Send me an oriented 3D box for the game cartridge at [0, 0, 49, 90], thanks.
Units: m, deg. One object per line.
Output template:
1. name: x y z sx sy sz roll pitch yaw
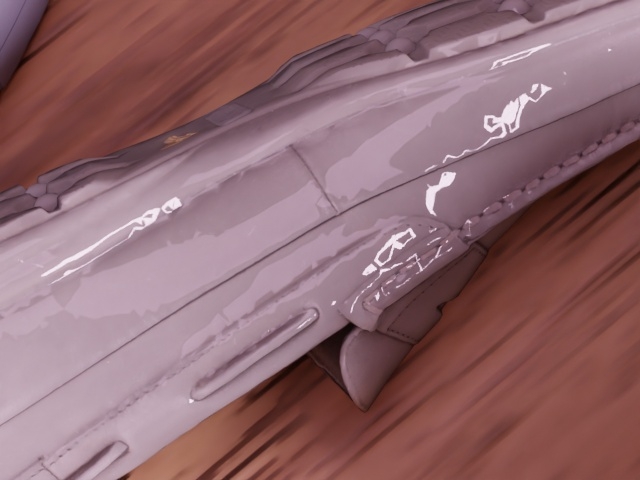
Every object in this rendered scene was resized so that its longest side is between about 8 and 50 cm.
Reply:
1. game cartridge: -0.243 -0.047 0.628 0.196 0.060 0.294 36 78 21

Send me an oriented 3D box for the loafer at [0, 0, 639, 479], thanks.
1. loafer: 0.000 0.000 0.565 0.319 0.112 0.111 -25 105 -4
